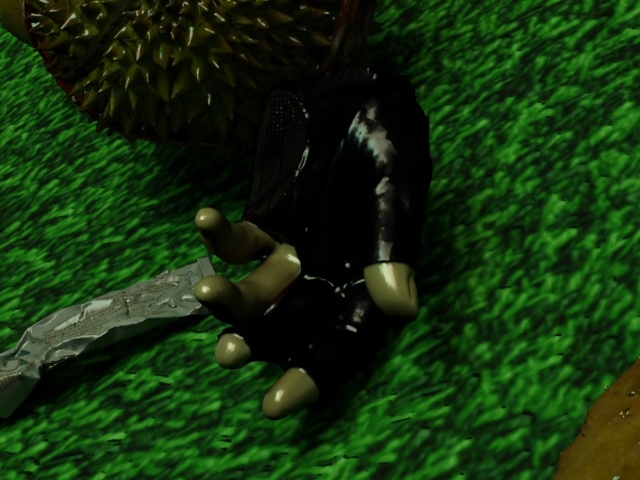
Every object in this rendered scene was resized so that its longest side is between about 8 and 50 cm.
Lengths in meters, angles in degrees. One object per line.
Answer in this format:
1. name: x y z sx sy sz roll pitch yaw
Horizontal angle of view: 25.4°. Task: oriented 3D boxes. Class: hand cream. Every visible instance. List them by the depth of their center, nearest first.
1. hand cream: -0.201 0.086 1.201 0.257 0.050 0.084 -28 32 -4

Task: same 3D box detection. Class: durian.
1. durian: -0.108 -0.237 1.281 0.348 0.347 0.384 -16 34 18

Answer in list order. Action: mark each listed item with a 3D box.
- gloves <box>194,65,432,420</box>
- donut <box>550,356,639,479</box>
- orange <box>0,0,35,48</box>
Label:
1. gloves: 0.005 0.000 1.075 0.197 0.152 0.301 -8 39 38
2. donut: 0.260 0.141 0.730 0.277 0.108 0.277 -30 33 21
3. orange: -0.243 -0.273 1.549 0.179 0.158 0.237 -55 -7 8
